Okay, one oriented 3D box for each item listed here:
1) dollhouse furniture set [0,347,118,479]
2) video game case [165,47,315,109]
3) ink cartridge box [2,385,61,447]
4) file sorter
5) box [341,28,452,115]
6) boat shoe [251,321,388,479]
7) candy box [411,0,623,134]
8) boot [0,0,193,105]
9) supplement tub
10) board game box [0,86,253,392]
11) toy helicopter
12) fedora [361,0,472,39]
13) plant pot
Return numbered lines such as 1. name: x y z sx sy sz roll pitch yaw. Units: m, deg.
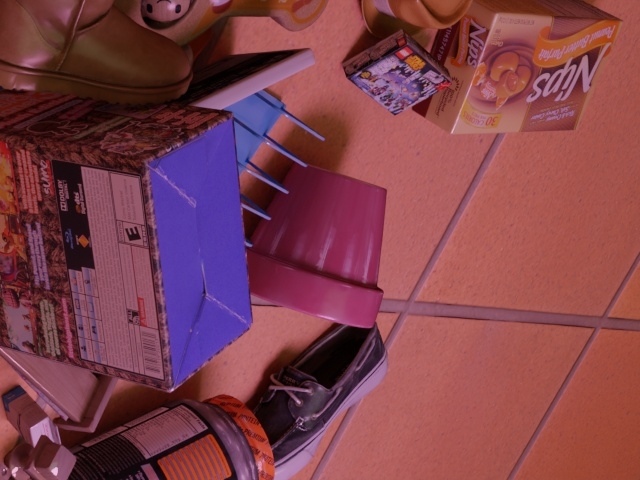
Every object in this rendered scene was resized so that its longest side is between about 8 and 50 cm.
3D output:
1. dollhouse furniture set: -0.387 0.103 1.526 0.303 0.173 0.356 55 46 -42
2. video game case: -0.126 -0.163 1.480 0.190 0.173 0.022 -29 109 -29
3. ink cartridge box: -0.348 0.220 1.632 0.028 0.083 0.048 -31 140 -28
4. file sorter: -0.093 -0.094 1.627 0.170 0.104 0.118 -56 146 5
5. box: 0.102 -0.218 1.770 0.094 0.027 0.137 -28 151 21
6. boat shoe: -0.032 0.228 1.995 0.335 0.121 0.119 -43 138 -31
7. candy box: 0.285 -0.252 1.934 0.316 0.087 0.183 -7 125 -47
8. boot: -0.174 -0.254 1.190 0.236 0.089 0.270 -4 128 -43
9. supplement tub: -0.227 0.329 1.772 0.316 0.193 0.194 -21 135 -35
10. board game box: -0.231 -0.013 1.312 0.141 0.291 0.232 -37 131 -51
11. toy helicopter: -0.112 -0.254 1.443 0.355 0.140 0.235 -7 125 -52
12. fedora: 0.139 -0.323 1.711 0.194 0.079 0.194 -29 139 -29
13. plant pot: 0.000 0.000 1.757 0.201 0.201 0.180 15 94 -53
